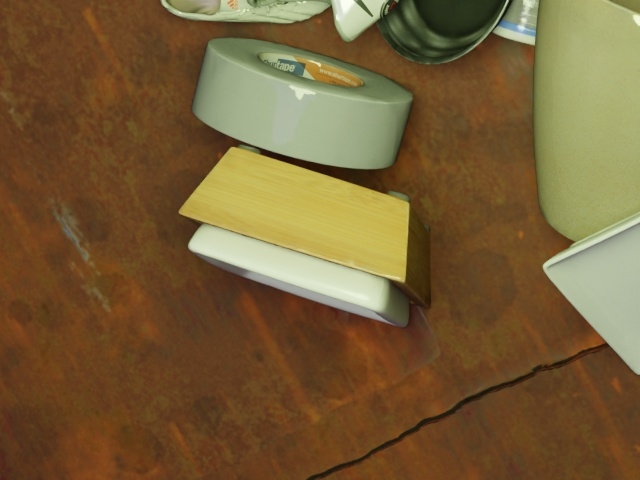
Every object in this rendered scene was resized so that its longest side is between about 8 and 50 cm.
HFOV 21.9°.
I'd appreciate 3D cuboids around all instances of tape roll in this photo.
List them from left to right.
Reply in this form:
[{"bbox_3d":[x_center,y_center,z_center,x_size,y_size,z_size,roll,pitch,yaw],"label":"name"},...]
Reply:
[{"bbox_3d":[-0.018,-0.142,1.686,0.219,0.219,0.072,18,106,9],"label":"tape roll"}]

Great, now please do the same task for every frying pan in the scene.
[{"bbox_3d":[0.113,-0.333,1.697,0.197,0.053,0.326,-32,64,38],"label":"frying pan"}]

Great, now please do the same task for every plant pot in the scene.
[{"bbox_3d":[0.311,-0.135,1.617,0.256,0.256,0.274,18,122,9],"label":"plant pot"}]

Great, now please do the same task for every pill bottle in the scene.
[{"bbox_3d":[0.222,-0.271,1.674,0.078,0.078,0.137,17,105,9],"label":"pill bottle"}]

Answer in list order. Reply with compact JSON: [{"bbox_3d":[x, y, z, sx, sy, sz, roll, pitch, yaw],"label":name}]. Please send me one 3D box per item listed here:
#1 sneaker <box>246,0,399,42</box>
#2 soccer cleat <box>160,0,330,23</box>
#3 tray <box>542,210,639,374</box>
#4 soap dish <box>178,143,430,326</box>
[{"bbox_3d":[-0.061,-0.322,1.673,0.330,0.122,0.146,36,89,20],"label":"sneaker"},{"bbox_3d":[-0.074,-0.259,1.749,0.196,0.076,0.068,-3,101,14],"label":"soccer cleat"},{"bbox_3d":[0.333,0.045,1.659,0.145,0.270,0.030,-26,52,18],"label":"tray"},{"bbox_3d":[0.000,0.000,1.691,0.228,0.291,0.118,17,85,10],"label":"soap dish"}]
